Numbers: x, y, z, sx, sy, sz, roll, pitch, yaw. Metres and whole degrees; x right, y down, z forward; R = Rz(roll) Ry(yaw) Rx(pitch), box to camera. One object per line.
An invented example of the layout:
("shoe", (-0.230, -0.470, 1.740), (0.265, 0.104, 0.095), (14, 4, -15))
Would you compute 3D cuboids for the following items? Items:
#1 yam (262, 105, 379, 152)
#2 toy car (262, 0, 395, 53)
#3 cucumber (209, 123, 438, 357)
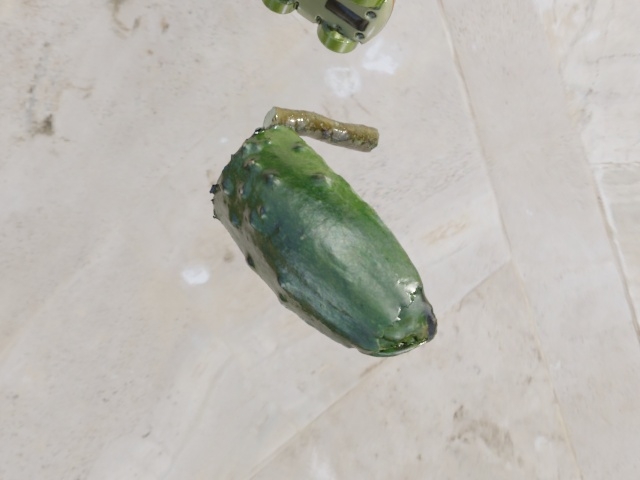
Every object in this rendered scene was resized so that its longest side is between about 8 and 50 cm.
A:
("yam", (0.003, -0.224, 1.753), (0.252, 0.061, 0.061), (8, 100, -31))
("toy car", (0.035, -0.441, 1.397), (0.235, 0.235, 0.145), (43, 146, 5))
("cucumber", (-0.002, 0.000, 0.996), (0.145, 0.105, 0.325), (-31, 58, -18))
